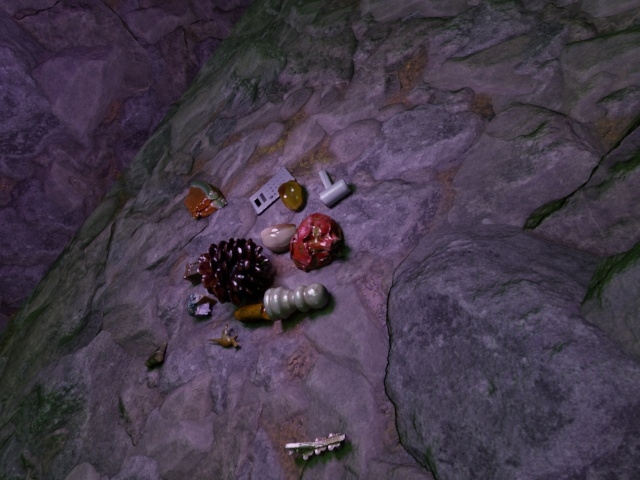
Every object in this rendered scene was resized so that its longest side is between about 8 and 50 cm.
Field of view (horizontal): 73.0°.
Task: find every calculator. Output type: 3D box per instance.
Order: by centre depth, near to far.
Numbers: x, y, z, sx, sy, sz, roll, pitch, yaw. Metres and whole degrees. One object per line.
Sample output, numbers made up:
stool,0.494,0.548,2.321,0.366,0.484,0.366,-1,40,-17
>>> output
calculator,-0.247,-0.249,2.181,0.261,0.021,0.161,-42,45,5

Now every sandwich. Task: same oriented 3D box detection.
sandwich,-0.657,-0.238,2.414,0.212,0.109,0.292,-40,46,6

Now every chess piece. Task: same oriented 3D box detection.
chess piece,-0.086,0.226,1.670,0.243,0.133,0.133,-15,53,22

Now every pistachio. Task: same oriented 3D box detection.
pistachio,-0.134,-0.222,2.023,0.110,0.100,0.189,-37,44,16

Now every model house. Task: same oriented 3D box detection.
model house,-0.541,0.296,1.975,0.100,0.088,0.101,-14,57,30

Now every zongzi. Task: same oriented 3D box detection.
zongzi,-0.763,0.528,2.013,0.104,0.052,0.113,-29,34,25

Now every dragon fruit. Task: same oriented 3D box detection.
dragon fruit,0.000,0.000,1.751,0.211,0.134,0.262,17,72,39

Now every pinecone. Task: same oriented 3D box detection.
pinecone,-0.351,0.121,1.818,0.295,0.242,0.298,-17,67,-1

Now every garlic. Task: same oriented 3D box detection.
garlic,-0.205,-0.016,1.926,0.206,0.115,0.128,-7,63,36

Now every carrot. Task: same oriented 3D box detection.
carrot,-0.274,0.297,1.783,0.173,0.082,0.082,-15,53,33

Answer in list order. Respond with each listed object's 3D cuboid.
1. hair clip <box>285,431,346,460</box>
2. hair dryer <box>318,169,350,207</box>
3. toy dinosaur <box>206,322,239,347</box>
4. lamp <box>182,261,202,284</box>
hair clip,-0.010,0.652,1.370,0.213,0.056,0.062,-17,35,16
hair dryer,0.045,-0.256,1.954,0.131,0.073,0.236,-34,37,10
toy dinosaur,-0.409,0.428,1.823,0.162,0.039,0.126,-37,47,12
lamp,-0.505,0.126,2.066,0.325,0.090,0.089,-16,51,26
